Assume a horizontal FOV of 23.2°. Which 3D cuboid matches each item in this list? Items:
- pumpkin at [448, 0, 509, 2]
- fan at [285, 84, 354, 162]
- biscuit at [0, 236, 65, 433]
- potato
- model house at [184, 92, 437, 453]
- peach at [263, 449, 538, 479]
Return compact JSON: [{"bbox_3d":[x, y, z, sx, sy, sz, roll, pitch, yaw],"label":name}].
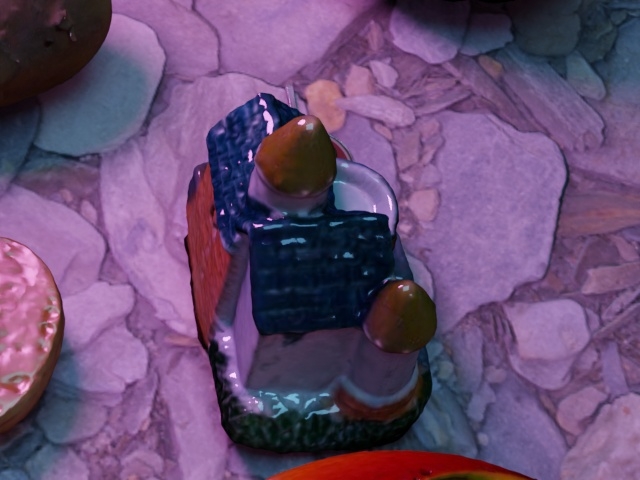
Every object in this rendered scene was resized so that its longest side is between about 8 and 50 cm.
[{"bbox_3d":[0.139,-0.401,1.485,0.363,0.266,0.363,7,53,-10],"label":"pumpkin"},{"bbox_3d":[-0.015,-0.086,1.408,0.085,0.005,0.133,-7,62,-16],"label":"fan"},{"bbox_3d":[-0.384,0.044,1.215,0.376,0.051,0.269,20,59,4],"label":"biscuit"},{"bbox_3d":[-0.307,-0.191,1.303,0.296,0.191,0.141,-22,35,-16],"label":"potato"},{"bbox_3d":[0.000,0.000,1.196,0.184,0.291,0.253,-4,60,-10],"label":"model house"},{"bbox_3d":[-0.001,0.288,0.960,0.380,0.242,0.306,-23,102,-30],"label":"peach"}]
